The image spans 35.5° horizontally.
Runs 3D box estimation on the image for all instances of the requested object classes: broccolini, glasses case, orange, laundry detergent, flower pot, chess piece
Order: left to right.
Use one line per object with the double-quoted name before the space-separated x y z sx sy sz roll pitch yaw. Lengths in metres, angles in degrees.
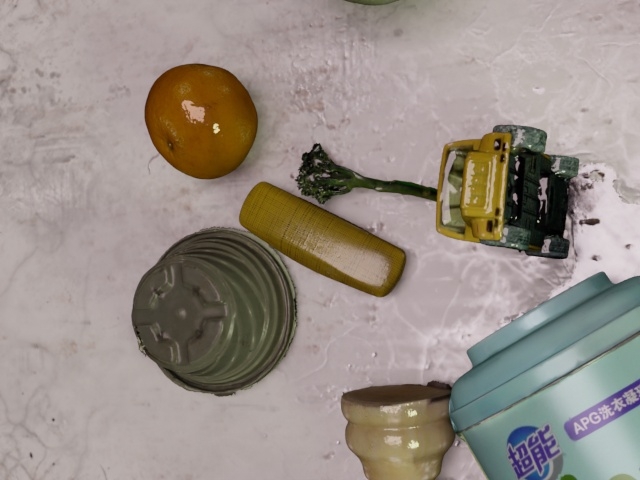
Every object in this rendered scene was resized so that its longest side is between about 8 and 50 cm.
"flower pot" -0.158 0.094 1.323 0.235 0.140 0.235 -1 88 21
"orange" -0.155 -0.162 1.335 0.159 0.159 0.136 40 59 16
"glasses case" 0.000 0.000 1.311 0.234 0.064 0.079 27 93 18
"broccolini" 0.070 -0.070 1.268 0.254 0.057 0.071 13 126 37
"chess piece" 0.105 0.312 1.232 0.143 0.143 0.260 -4 90 19
"laundry detergent" 0.311 0.207 1.080 0.287 0.287 0.305 -34 78 14

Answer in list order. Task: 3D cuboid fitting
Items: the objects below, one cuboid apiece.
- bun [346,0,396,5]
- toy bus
"bun" 0.056 -0.409 1.265 0.283 0.179 0.283 -1 74 2
"toy bus" 0.207 -0.047 1.103 0.123 0.335 0.121 7 90 24
